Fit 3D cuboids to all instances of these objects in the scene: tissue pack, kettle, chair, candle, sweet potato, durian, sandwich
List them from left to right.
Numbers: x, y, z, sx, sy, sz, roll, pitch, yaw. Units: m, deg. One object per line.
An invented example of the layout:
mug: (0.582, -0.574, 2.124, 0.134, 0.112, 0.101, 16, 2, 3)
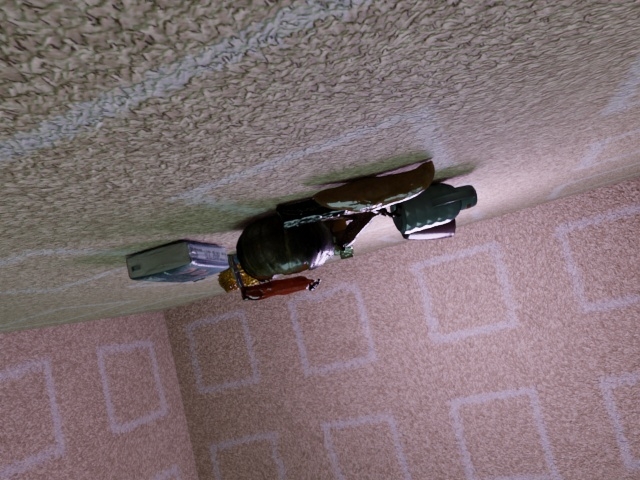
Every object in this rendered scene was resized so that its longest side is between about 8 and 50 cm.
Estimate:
tissue pack: (-0.479, 0.080, 1.772, 0.228, 0.103, 0.316, -14, 172, 11)
chair: (-0.331, 0.120, 2.029, 0.326, 0.170, 0.160, -19, -143, -4)
durian: (-0.379, 0.154, 2.394, 0.183, 0.138, 0.250, -16, 179, 1)
candle: (-0.121, 0.152, 1.673, 0.302, 0.059, 0.084, -5, -179, -39)
sandwich: (0.000, 0.000, 1.909, 0.236, 0.122, 0.128, -10, -142, 2)
sweet potato: (0.147, -0.134, 1.416, 0.342, 0.092, 0.114, -14, 148, -3)
kettle: (0.481, -0.078, 2.320, 0.232, 0.144, 0.202, -10, 152, -15)

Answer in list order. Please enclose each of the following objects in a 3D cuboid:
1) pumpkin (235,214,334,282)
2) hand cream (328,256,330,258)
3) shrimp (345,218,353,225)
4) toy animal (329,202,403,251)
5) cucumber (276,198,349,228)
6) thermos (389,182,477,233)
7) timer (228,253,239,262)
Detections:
pumpkin: (-0.117, 0.019, 1.652, 0.320, 0.192, 0.320, -14, 175, -1)
hand cream: (0.094, -0.003, 2.192, 0.331, 0.058, 0.085, -38, 173, 12)
shrimp: (0.061, -0.041, 2.066, 0.290, 0.054, 0.222, -24, 169, 39)
toy animal: (0.139, -0.055, 1.721, 0.087, 0.243, 0.260, 38, 171, -28)
cucumber: (0.019, -0.100, 1.507, 0.300, 0.072, 0.072, -14, 173, -9)
thermos: (0.390, -0.125, 1.732, 0.287, 0.145, 0.182, -15, 175, -7)
timer: (-0.256, 0.061, 2.276, 0.250, 0.091, 0.232, -4, 178, 25)
